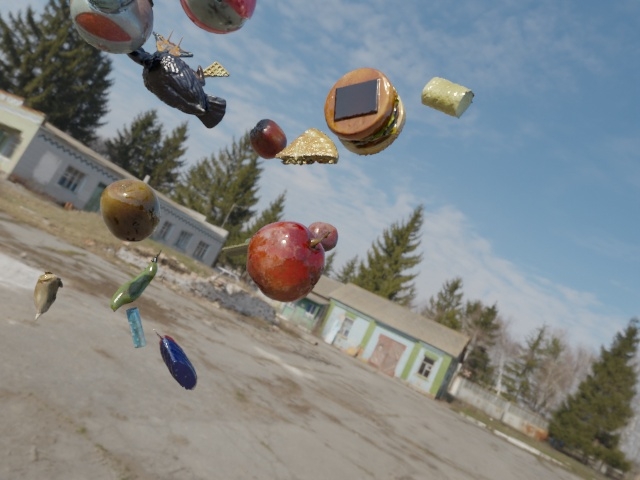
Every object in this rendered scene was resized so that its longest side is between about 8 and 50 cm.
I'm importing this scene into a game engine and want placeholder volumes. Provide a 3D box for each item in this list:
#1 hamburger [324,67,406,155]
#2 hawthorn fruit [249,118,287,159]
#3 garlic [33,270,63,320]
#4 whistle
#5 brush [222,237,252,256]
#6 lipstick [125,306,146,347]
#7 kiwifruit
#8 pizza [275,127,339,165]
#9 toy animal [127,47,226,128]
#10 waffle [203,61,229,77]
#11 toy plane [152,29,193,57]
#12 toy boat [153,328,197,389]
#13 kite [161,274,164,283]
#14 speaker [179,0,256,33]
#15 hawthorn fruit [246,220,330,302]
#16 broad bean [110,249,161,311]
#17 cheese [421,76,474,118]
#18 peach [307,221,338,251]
[{"bbox_3d":[0.165,-0.447,1.646,0.290,0.291,0.225,21,-7,34],"label":"hamburger"},{"bbox_3d":[-0.223,-0.443,2.066,0.188,0.169,0.169,37,-12,-35],"label":"hawthorn fruit"},{"bbox_3d":[-0.883,0.170,1.482,0.066,0.152,0.084,14,3,10],"label":"garlic"},{"bbox_3d":[-0.467,-0.541,1.024,0.189,0.189,0.348,28,-24,-8],"label":"whistle"},{"bbox_3d":[-0.303,0.023,1.855,0.282,0.048,0.054,-13,-51,48],"label":"brush"},{"bbox_3d":[-0.739,0.350,1.862,0.048,0.158,0.048,-9,8,1],"label":"lipstick"},{"bbox_3d":[-0.666,-0.099,1.637,0.195,0.196,0.234,25,-46,11],"label":"kiwifruit"},{"bbox_3d":[-0.051,-0.278,1.484,0.062,0.198,0.188,88,-22,-46],"label":"pizza"},{"bbox_3d":[-0.380,-0.418,1.230,0.298,0.122,0.185,48,15,13],"label":"toy animal"},{"bbox_3d":[-0.534,-0.817,2.298,0.097,0.153,0.023,47,-27,-5],"label":"waffle"},{"bbox_3d":[-0.698,-0.843,2.101,0.204,0.316,0.103,27,-50,-21],"label":"toy plane"},{"bbox_3d":[-0.509,0.373,1.579,0.318,0.071,0.219,43,-27,37],"label":"toy boat"},{"bbox_3d":[-0.648,0.161,1.906,0.002,0.044,0.078,3,2,-28],"label":"kite"},{"bbox_3d":[-0.390,-0.923,1.745,0.294,0.294,0.294,26,-8,4],"label":"speaker"},{"bbox_3d":[-0.076,0.042,1.355,0.242,0.271,0.242,44,21,-21],"label":"hawthorn fruit"},{"bbox_3d":[-0.734,0.170,1.875,0.067,0.325,0.075,-13,-59,30],"label":"broad bean"},{"bbox_3d":[0.477,-0.544,1.755,0.167,0.123,0.094,36,-5,32],"label":"cheese"},{"bbox_3d":[0.000,0.000,2.072,0.152,0.152,0.152,26,-8,4],"label":"peach"}]
